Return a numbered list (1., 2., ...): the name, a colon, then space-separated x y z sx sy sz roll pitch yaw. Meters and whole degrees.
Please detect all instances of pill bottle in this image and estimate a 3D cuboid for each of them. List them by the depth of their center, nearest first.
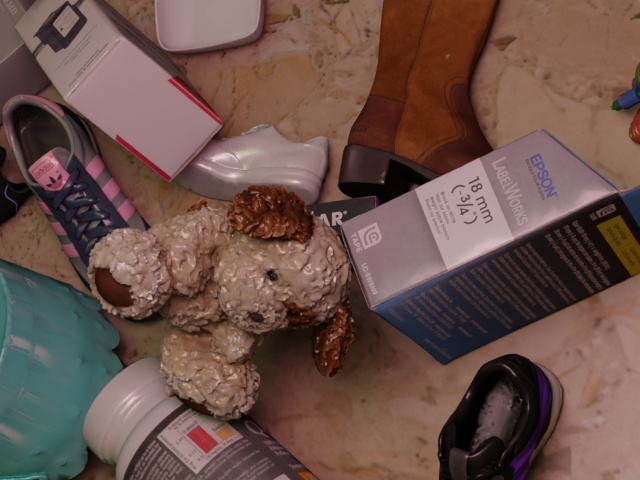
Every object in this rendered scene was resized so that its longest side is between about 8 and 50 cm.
1. pill bottle: -0.119 0.258 1.727 0.278 0.162 0.162 40 91 25

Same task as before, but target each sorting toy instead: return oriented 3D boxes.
1. sorting toy: 0.346 -0.145 1.730 0.042 0.061 0.102 -27 53 50

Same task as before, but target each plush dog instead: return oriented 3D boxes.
1. plush dog: -0.072 0.035 1.622 0.225 0.262 0.210 -5 43 29

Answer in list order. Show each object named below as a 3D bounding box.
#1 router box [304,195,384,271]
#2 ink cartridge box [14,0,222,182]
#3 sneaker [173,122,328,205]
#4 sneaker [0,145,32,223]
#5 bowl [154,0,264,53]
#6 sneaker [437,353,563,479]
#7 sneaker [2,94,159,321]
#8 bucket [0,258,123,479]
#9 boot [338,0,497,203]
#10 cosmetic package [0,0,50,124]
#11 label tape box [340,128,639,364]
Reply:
1. router box: 0.000 0.000 1.772 0.179 0.133 0.046 -8 71 20
2. ink cartridge box: -0.237 -0.194 1.853 0.100 0.172 0.237 -47 36 5
3. sneaker: -0.089 -0.100 1.879 0.212 0.080 0.094 9 66 18
4. sneaker: -0.446 -0.116 1.949 0.090 0.232 0.081 -38 30 -6
5. bowl: -0.129 -0.293 1.952 0.142 0.053 0.142 -7 73 19
6. sneaker: 0.155 0.249 1.632 0.102 0.146 0.293 13 79 24
7. sneaker: -0.290 -0.041 1.898 0.112 0.131 0.319 -39 65 7
8. bucket: -0.385 0.147 1.823 0.281 0.183 0.281 -15 61 29
9. boot: 0.169 -0.168 1.800 0.264 0.096 0.280 5 69 30
10. cosmetic package: -0.442 -0.214 2.025 0.238 0.107 0.127 -42 62 9
11. label tape box: 0.220 -0.009 1.631 0.334 0.240 0.106 -25 65 12
